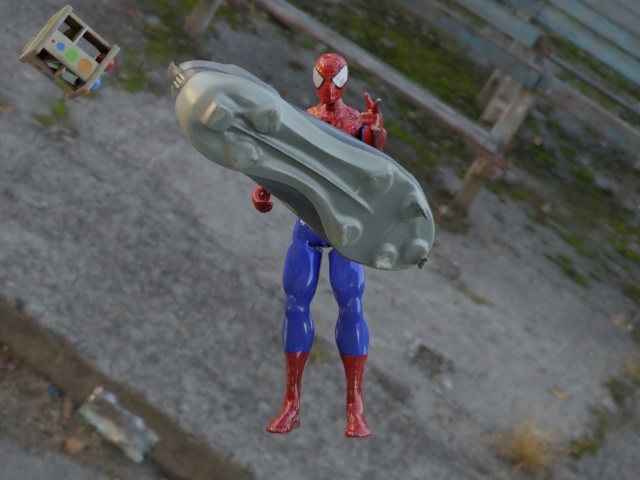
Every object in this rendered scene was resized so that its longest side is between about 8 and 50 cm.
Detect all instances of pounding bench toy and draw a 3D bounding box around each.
[{"bbox_3d":[-0.226,-0.162,0.967,0.065,0.052,0.083,40,-20,-23],"label":"pounding bench toy"}]

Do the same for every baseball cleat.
[{"bbox_3d":[-0.009,-0.056,0.693,0.206,0.072,0.109,36,11,-35],"label":"baseball cleat"}]

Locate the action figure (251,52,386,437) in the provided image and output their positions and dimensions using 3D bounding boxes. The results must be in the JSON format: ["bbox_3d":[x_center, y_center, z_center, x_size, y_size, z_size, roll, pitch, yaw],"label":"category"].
[{"bbox_3d":[0.000,0.000,0.764,0.091,0.280,0.139,1,-3,7],"label":"action figure"}]
